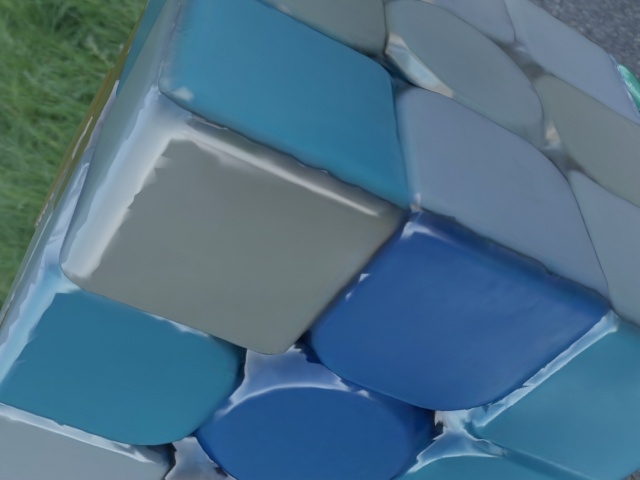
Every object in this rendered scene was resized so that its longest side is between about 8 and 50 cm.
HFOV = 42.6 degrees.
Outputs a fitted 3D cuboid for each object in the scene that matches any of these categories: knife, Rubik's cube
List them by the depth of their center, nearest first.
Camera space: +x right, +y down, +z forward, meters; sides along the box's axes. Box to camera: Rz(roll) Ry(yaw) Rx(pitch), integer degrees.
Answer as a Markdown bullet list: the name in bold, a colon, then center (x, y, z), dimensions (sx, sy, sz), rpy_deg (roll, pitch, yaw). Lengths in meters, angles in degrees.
- **Rubik's cube**: center (0.000, 0.000, 0.563), dimensions (0.344, 0.347, 0.346), rpy_deg (-50, 24, 37)
- **knife**: center (0.655, -0.246, 1.618), dimensions (0.034, 0.260, 0.063), rpy_deg (-48, 9, -13)

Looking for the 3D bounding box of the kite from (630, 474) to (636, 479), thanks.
- **kite**: center (0.613, 0.467, 1.617), dimensions (0.002, 0.044, 0.078), rpy_deg (-37, 73, 30)
